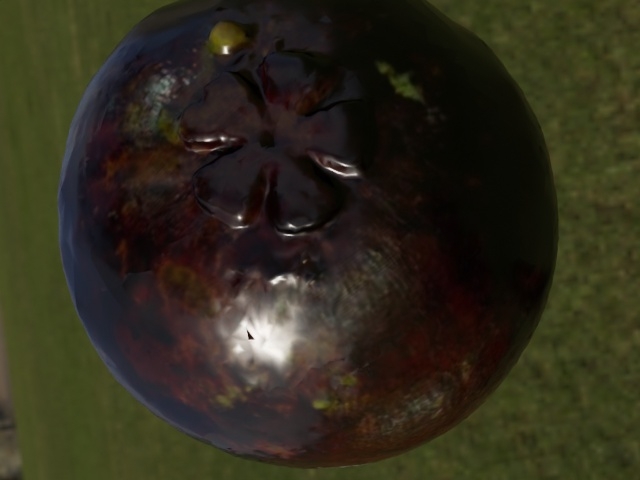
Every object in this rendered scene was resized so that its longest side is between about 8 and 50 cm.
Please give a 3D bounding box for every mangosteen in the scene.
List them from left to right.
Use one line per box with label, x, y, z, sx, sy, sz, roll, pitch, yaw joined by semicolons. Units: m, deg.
mangosteen;-0.004;0.001;0.546;0.184;0.172;0.172;100;158;-56
